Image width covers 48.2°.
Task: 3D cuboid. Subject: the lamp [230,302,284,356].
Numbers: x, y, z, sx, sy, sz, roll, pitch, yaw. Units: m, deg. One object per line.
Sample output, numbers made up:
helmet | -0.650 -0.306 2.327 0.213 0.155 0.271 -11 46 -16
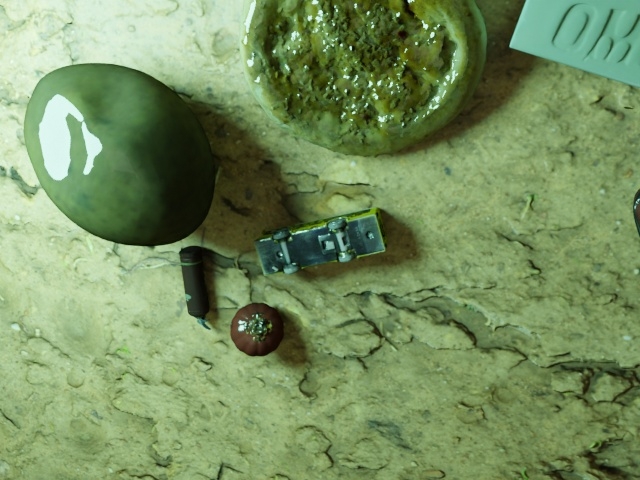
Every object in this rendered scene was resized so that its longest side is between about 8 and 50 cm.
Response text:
lamp | -0.117 0.165 1.321 0.101 0.090 0.101 1 76 -4

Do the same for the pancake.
pancake | 0.050 -0.296 1.095 0.382 0.071 0.382 5 123 9

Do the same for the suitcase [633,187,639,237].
suitcase | 0.622 -0.013 1.021 0.297 0.161 0.236 -20 101 21

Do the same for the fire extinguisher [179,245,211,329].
fire extinguisher | -0.237 0.090 1.353 0.064 0.043 0.158 13 115 43

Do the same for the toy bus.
toy bus | 0.000 0.000 1.240 0.226 0.074 0.081 -14 106 19

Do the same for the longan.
longan | -0.326 -0.142 1.181 0.350 0.288 0.288 40 114 11

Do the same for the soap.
soap | 0.414 -0.304 0.978 0.265 0.087 0.160 20 150 7
